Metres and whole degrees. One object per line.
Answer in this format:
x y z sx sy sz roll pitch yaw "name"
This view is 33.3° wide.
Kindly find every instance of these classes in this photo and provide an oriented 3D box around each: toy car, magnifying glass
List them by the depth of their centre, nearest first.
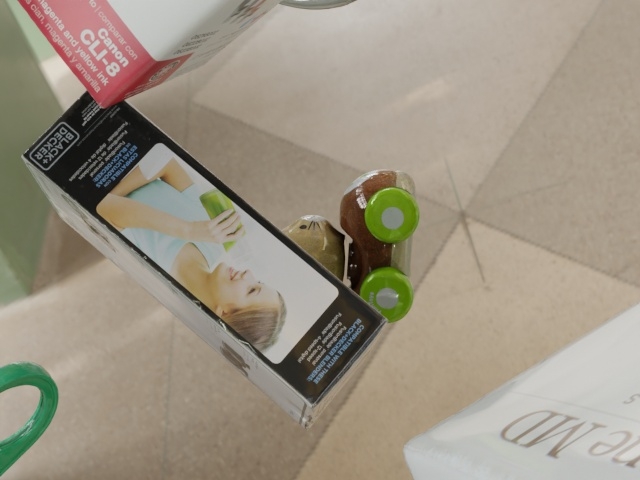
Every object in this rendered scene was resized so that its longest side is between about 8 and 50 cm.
-0.297 0.200 0.910 0.026 0.092 0.231 38 105 32 "magnifying glass"
0.000 0.000 1.065 0.188 0.149 0.155 4 9 3 "toy car"

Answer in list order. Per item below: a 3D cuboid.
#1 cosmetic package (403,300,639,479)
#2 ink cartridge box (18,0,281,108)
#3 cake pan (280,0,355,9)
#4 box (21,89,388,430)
0.319 0.156 0.474 0.393 0.328 0.329 -28 7 -15 "cosmetic package"
-0.055 -0.173 0.513 0.176 0.127 0.128 -35 5 25 "ink cartridge box"
-0.041 -0.325 0.860 0.293 0.293 0.054 12 49 40 "cake pan"
-0.089 0.019 0.856 0.290 0.169 0.087 40 77 9 "box"
